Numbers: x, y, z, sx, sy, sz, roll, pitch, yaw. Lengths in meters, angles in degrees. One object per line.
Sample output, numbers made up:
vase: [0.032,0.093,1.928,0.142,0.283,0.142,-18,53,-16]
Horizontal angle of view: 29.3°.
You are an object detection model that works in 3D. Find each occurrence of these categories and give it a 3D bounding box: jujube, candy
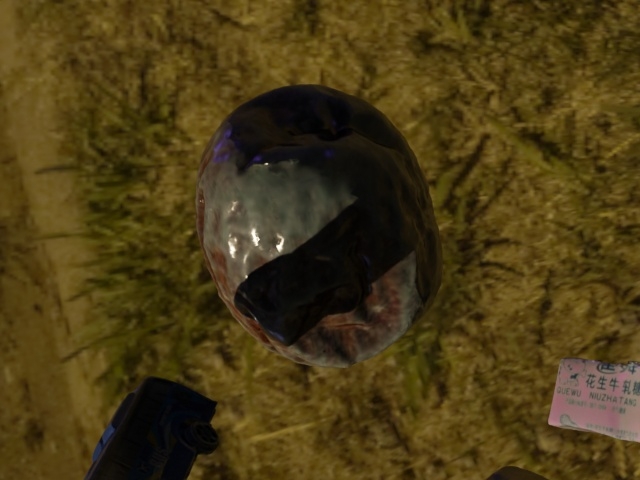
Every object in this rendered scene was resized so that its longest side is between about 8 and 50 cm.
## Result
jujube: [0.000,-0.006,1.269,0.215,0.246,0.308,-118,15,-47]
candy: [0.351,0.187,1.439,0.160,0.073,0.092,3,81,55]

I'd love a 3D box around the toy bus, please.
toy bus: [-0.157,0.207,1.060,0.094,0.236,0.079,35,116,-8]

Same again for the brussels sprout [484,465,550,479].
brussels sprout: [0.226,0.458,1.580,0.328,0.247,0.328,8,104,38]
